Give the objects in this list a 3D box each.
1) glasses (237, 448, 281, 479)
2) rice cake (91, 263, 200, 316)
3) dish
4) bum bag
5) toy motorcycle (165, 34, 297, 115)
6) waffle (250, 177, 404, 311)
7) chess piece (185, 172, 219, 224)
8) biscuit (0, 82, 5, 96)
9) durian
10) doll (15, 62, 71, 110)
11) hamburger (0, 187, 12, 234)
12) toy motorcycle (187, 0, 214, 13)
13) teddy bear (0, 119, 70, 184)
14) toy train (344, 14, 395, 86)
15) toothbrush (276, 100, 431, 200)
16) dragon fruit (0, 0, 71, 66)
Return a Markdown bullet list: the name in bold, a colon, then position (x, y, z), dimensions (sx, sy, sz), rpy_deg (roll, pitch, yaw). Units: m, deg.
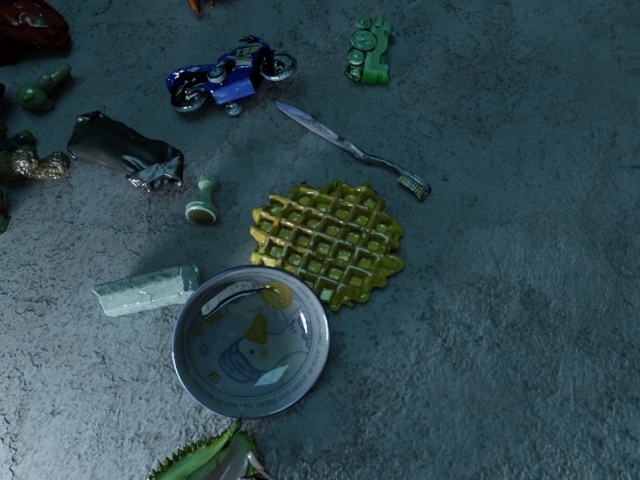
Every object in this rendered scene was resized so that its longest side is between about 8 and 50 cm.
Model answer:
- **glasses**: position (-0.070, 0.442, 0.943), dimensions (0.256, 0.095, 0.162), rpy_deg (17, 98, -2)
- **rice cake**: position (-0.335, 0.100, 1.156), dimensions (0.207, 0.063, 0.069), rpy_deg (-15, 70, 0)
- **dish**: position (-0.129, 0.167, 1.063), dimensions (0.274, 0.134, 0.273), rpy_deg (-2, 99, -15)
- **bum bag**: position (-0.433, -0.189, 1.302), dimensions (0.326, 0.079, 0.142), rpy_deg (27, 63, 21)
- **toy motorcycle**: position (-0.209, -0.387, 1.356), dimensions (0.316, 0.113, 0.168), rpy_deg (-16, 53, 7)
- **waffle**: position (0.011, -0.003, 1.172), dimensions (0.329, 0.062, 0.329), rpy_deg (-3, 64, 6)
- **chess piece**: position (-0.243, -0.091, 1.242), dimensions (0.067, 0.067, 0.103), rpy_deg (1, 56, 6)
- **biscuit**: position (-0.830, -0.324, 1.372), dimensions (0.195, 0.053, 0.194), rpy_deg (-21, 28, 11)
- **durian**: position (-0.197, 0.397, 0.986), dimensions (0.221, 0.095, 0.137), rpy_deg (-33, 107, -17)
- **doll**: position (-0.652, -0.363, 1.407), dimensions (0.150, 0.077, 0.115), rpy_deg (-50, 25, -22)
- **hamburger**: position (-0.787, -0.082, 1.211), dimensions (0.276, 0.261, 0.150), rpy_deg (20, 83, 45)
- **toy motorcycle**: position (-0.335, -0.718, 1.535), dimensions (0.171, 0.089, 0.298), rpy_deg (-33, 66, -9)
- **teddy bear**: position (-0.698, -0.189, 1.294), dimensions (0.251, 0.182, 0.129), rpy_deg (32, 99, 15)
- **toy train**: position (0.116, -0.446, 1.370), dimensions (0.105, 0.071, 0.178), rpy_deg (10, 67, 2)
- **toothbrush**: position (0.061, -0.206, 1.277), dimensions (0.413, 0.035, 0.042), rpy_deg (35, 75, 20)
- **dragon fruit**: position (-0.798, -0.592, 1.448), dimensions (0.330, 0.228, 0.285), rpy_deg (1, 63, 8)
